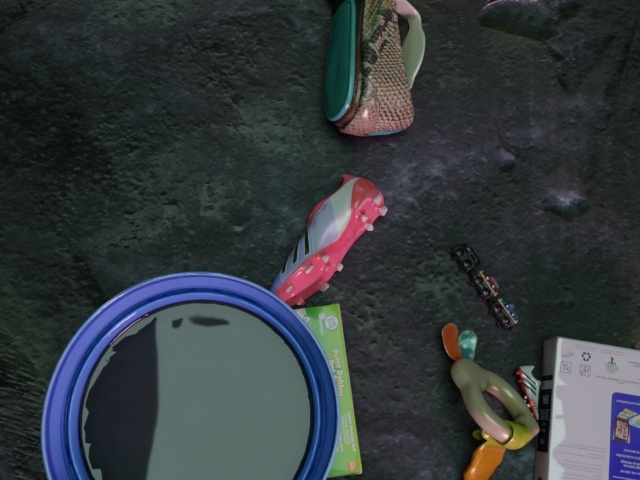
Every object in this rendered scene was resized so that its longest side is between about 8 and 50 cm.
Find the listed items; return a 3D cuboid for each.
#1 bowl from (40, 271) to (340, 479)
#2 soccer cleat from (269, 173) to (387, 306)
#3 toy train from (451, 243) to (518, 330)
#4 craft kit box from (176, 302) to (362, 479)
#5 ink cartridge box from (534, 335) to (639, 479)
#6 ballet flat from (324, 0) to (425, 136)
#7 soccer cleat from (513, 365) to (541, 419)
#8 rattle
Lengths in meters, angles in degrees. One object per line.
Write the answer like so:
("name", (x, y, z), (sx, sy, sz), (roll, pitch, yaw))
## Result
("bowl", (-0.170, 0.239, 0.922), (0.390, 0.077, 0.391), (1, 76, -4))
("soccer cleat", (0.000, 0.000, 1.057), (0.095, 0.083, 0.248), (36, 80, 35))
("toy train", (0.265, 0.073, 1.078), (0.036, 0.027, 0.158), (-28, 79, -22))
("craft kit box", (-0.077, 0.230, 0.997), (0.246, 0.061, 0.250), (-6, 77, -3))
("ink cartridge box", (0.410, 0.321, 1.008), (0.165, 0.065, 0.333), (11, 74, -2))
("ballet flat", (0.087, -0.406, 1.134), (0.181, 0.164, 0.483), (0, 81, -27))
("soccer cleat", (0.327, 0.234, 1.041), (0.035, 0.029, 0.083), (-14, 73, -4))
("rattle", (0.223, 0.248, 1.029), (0.130, 0.143, 0.200), (-21, 58, -40))
